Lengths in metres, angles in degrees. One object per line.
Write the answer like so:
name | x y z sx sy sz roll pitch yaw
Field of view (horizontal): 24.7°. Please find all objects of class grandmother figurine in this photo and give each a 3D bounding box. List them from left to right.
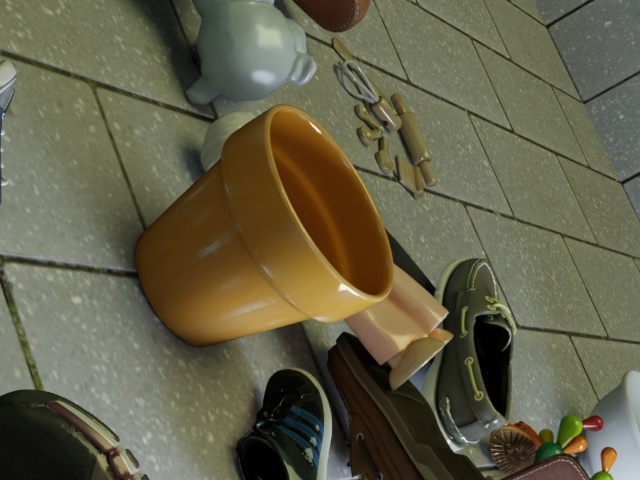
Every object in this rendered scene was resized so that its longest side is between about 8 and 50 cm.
grandmother figurine | 0.000 0.000 1.564 0.342 0.104 0.208 48 3 5

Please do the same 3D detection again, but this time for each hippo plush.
hippo plush | -0.067 -0.284 1.662 0.294 0.234 0.236 -51 122 -85

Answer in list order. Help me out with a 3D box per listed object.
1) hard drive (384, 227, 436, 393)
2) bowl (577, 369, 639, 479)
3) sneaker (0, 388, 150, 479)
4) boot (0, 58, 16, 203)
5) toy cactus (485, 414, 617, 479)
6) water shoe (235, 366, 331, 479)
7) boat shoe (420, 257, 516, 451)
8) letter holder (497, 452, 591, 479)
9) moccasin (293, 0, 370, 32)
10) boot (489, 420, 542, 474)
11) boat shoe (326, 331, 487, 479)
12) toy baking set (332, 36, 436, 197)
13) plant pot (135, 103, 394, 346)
hard drive | 0.112 0.101 1.826 0.255 0.054 0.172 50 24 -27
bowl | 0.482 0.357 2.214 0.298 0.134 0.298 46 27 -31
sneaker | -0.166 0.244 0.987 0.281 0.106 0.162 59 25 -7
boot | -0.283 -0.073 1.179 0.086 0.069 0.190 60 29 -21
toy cactus | 0.285 0.322 1.859 0.180 0.112 0.219 12 85 -23
water shoe | -0.036 0.189 1.373 0.080 0.073 0.203 40 29 -37
boat shoe | 0.192 0.126 1.772 0.109 0.091 0.305 50 33 -27
letter holder | 0.276 0.398 1.607 0.152 0.214 0.302 7 57 -63
moccasin | -0.075 -0.434 1.963 0.380 0.139 0.147 55 42 -17
boot | 0.262 0.271 1.955 0.158 0.059 0.084 43 19 -45
boat shoe | 0.071 0.218 1.536 0.111 0.104 0.307 28 18 -39
toy baking set | 0.097 -0.185 2.170 0.197 0.030 0.256 24 42 -56
plant pot | -0.064 0.005 1.381 0.205 0.188 0.205 48 25 -31
